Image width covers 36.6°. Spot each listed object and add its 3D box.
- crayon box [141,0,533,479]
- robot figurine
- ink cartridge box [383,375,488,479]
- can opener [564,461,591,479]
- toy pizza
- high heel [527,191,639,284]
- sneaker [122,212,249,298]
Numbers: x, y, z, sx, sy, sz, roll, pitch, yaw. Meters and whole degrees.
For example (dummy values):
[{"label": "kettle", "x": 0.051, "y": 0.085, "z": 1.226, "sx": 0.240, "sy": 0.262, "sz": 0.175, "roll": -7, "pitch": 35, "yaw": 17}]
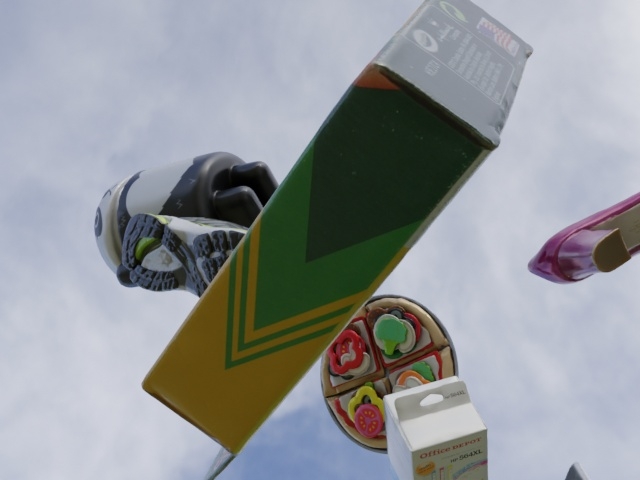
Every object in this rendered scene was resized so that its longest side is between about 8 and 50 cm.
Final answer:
[{"label": "crayon box", "x": 0.000, "y": 0.000, "z": 0.632, "sx": 0.081, "sy": 0.202, "sz": 0.318, "roll": 36, "pitch": -60, "yaw": -2}, {"label": "robot figurine", "x": -0.183, "y": -0.029, "z": 1.343, "sx": 0.278, "sy": 0.209, "sz": 0.173, "roll": -11, "pitch": -94, "yaw": 30}, {"label": "ink cartridge box", "x": 0.130, "y": 0.229, "z": 1.088, "sx": 0.092, "sy": 0.090, "sz": 0.143, "roll": -15, "pitch": -53, "yaw": -10}, {"label": "can opener", "x": 0.216, "y": 0.236, "z": 0.684, "sx": 0.095, "sy": 0.283, "sz": 0.076, "roll": 15, "pitch": -84, "yaw": 2}, {"label": "toy pizza", "x": 0.079, "y": 0.167, "z": 1.218, "sx": 0.201, "sy": 0.201, "sz": 0.032, "roll": -51, "pitch": -31, "yaw": 17}, {"label": "high heel", "x": 0.353, "y": -0.014, "z": 1.113, "sx": 0.244, "sy": 0.117, "sz": 0.082, "roll": -31, "pitch": -80, "yaw": -27}, {"label": "sneaker", "x": -0.095, "y": 0.023, "z": 1.103, "sx": 0.121, "sy": 0.300, "sz": 0.111, "roll": -9, "pitch": -69, "yaw": -46}]
